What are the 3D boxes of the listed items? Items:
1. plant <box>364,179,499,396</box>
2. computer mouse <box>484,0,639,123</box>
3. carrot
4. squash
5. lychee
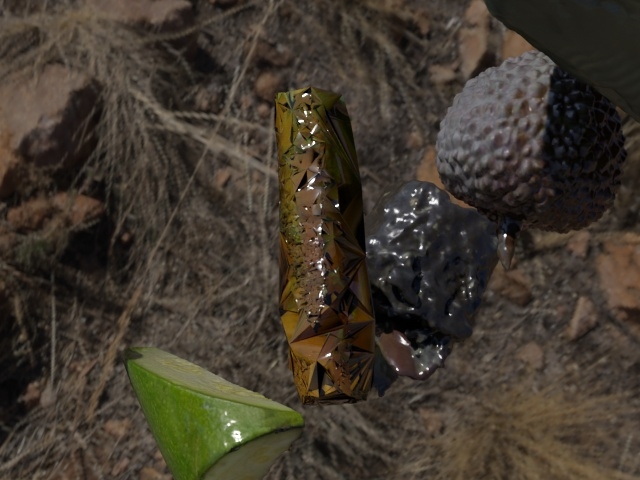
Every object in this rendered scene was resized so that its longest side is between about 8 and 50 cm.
[{"bbox_3d":[0.101,0.053,1.212,0.178,0.204,0.234,33,78,-2],"label":"plant"},{"bbox_3d":[0.214,-0.200,0.664,0.429,0.145,0.228,29,52,-34],"label":"computer mouse"},{"bbox_3d":[0.001,0.000,0.722,0.069,0.069,0.228,3,70,-23],"label":"carrot"},{"bbox_3d":[-0.156,0.173,1.222,0.111,0.203,0.288,8,38,-38],"label":"squash"},{"bbox_3d":[0.175,-0.069,0.873,0.165,0.165,0.197,21,84,-12],"label":"lychee"}]
